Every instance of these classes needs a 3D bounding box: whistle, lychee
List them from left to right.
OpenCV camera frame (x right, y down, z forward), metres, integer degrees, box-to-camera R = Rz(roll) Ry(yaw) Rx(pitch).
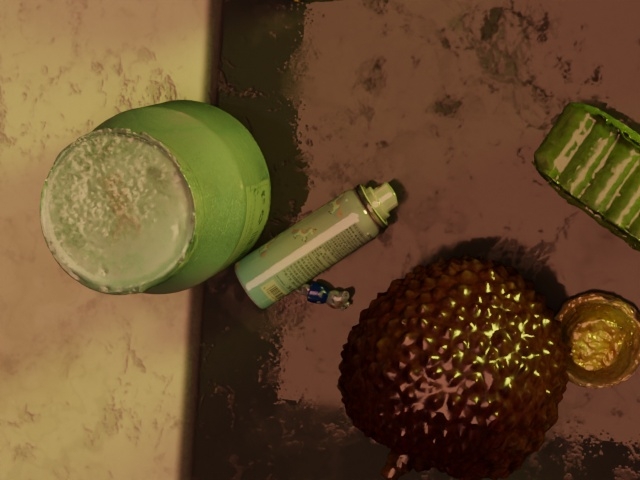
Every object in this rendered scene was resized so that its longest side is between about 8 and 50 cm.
[{"bbox_3d":[0.000,0.070,1.889,0.083,0.029,0.033,17,125,7],"label":"whistle"},{"bbox_3d":[0.161,0.164,1.749,0.276,0.276,0.304,31,90,8],"label":"lychee"}]

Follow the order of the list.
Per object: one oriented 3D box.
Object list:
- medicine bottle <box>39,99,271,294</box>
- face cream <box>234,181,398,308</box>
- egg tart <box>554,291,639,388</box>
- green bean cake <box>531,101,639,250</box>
[{"bbox_3d":[-0.210,-0.052,1.790,0.245,0.290,0.245,1,97,12],"label":"medicine bottle"},{"bbox_3d":[0.000,0.000,1.854,0.229,0.075,0.075,-33,88,8],"label":"face cream"},{"bbox_3d":[0.353,0.130,1.806,0.129,0.049,0.128,2,98,12],"label":"egg tart"},{"bbox_3d":[0.366,-0.067,1.700,0.214,0.200,0.113,39,100,16],"label":"green bean cake"}]
